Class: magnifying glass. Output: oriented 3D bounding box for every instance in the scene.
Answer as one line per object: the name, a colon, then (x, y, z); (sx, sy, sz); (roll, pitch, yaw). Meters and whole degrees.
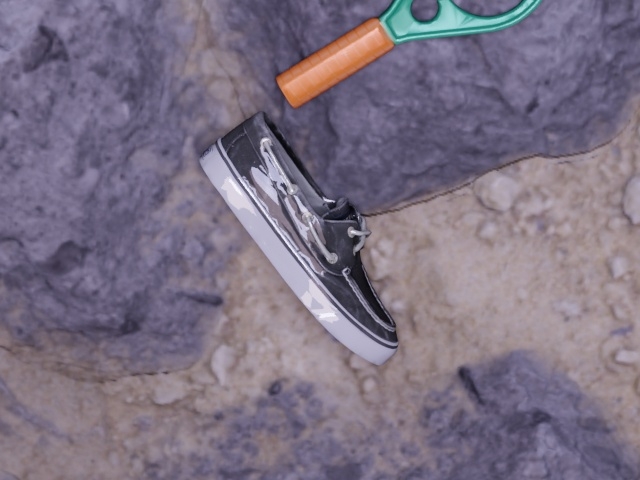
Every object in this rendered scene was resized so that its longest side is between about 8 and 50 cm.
magnifying glass: (0.070, -0.171, 1.093); (0.231, 0.026, 0.092); (-31, 105, 8)

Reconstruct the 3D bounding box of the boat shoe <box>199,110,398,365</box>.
boat shoe: (0.000, 0.000, 1.118); (0.070, 0.078, 0.219); (-37, 102, 13)
